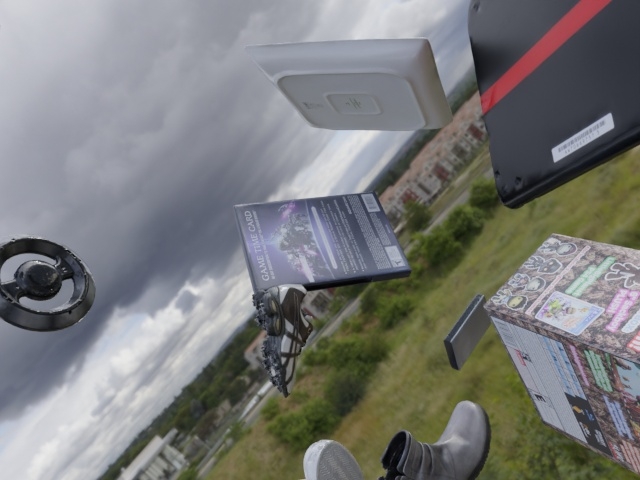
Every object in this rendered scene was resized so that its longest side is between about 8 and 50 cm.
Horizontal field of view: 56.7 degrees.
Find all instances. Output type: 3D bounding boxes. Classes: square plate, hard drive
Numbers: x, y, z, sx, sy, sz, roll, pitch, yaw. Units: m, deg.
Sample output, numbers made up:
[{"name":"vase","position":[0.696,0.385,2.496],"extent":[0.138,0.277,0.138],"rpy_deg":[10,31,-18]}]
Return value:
[{"name":"square plate","position":[0.070,-0.290,1.182],"extent":[0.347,0.344,0.049],"rpy_deg":[34,-118,-67]},{"name":"hard drive","position":[0.302,0.186,1.215],"extent":[0.022,0.094,0.135],"rpy_deg":[17,53,40]}]

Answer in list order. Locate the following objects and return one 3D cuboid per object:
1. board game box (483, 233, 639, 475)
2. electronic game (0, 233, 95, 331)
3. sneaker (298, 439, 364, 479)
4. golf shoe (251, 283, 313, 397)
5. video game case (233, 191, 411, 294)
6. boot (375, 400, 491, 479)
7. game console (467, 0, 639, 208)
[{"name":"board game box","position":[0.363,0.143,0.637],"extent":[0.141,0.232,0.291],"rpy_deg":[-42,29,-17]},{"name":"electronic game","position":[-0.564,0.081,1.183],"extent":[0.048,0.229,0.229],"rpy_deg":[-44,2,32]},{"name":"sneaker","position":[-0.003,0.441,1.022],"extent":[0.169,0.292,0.108],"rpy_deg":[4,37,40]},{"name":"golf shoe","position":[-0.047,0.161,0.950],"extent":[0.094,0.198,0.077],"rpy_deg":[-17,28,-26]},{"name":"video game case","position":[0.000,0.000,1.043],"extent":[0.274,0.196,0.026],"rpy_deg":[-7,-39,-16]},{"name":"boot","position":[0.261,0.487,1.362],"extent":[0.118,0.223,0.338],"rpy_deg":[-22,36,51]},{"name":"game console","position":[0.301,-0.249,0.702],"extent":[0.060,0.341,0.386],"rpy_deg":[-4,-13,-14]}]
